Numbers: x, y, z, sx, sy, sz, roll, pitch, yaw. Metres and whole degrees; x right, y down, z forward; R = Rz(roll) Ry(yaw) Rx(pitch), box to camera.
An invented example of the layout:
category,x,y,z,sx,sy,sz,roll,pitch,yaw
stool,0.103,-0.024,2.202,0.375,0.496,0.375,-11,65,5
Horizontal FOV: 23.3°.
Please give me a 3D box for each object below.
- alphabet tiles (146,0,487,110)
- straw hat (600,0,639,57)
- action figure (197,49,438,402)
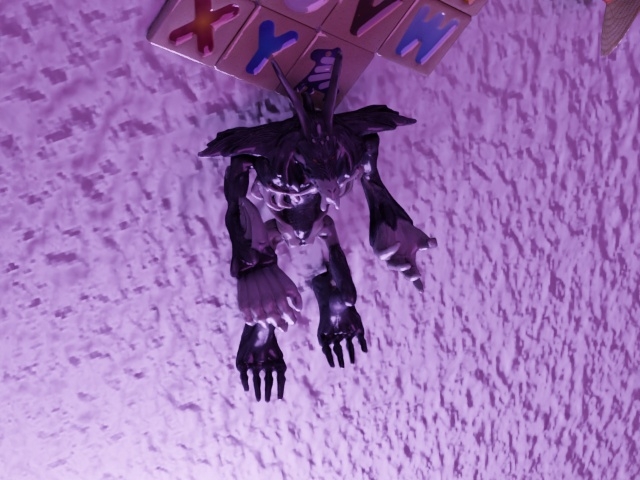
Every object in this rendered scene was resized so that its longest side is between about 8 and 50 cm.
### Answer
category,x,y,z,sx,sy,sz,roll,pitch,yaw
alphabet tiles,0.042,-0.239,1.026,0.285,0.011,0.342,18,119,-40
straw hat,0.208,-0.205,1.107,0.061,0.144,0.144,26,120,-1
action figure,0.000,0.000,1.133,0.164,0.141,0.275,-15,139,-16
